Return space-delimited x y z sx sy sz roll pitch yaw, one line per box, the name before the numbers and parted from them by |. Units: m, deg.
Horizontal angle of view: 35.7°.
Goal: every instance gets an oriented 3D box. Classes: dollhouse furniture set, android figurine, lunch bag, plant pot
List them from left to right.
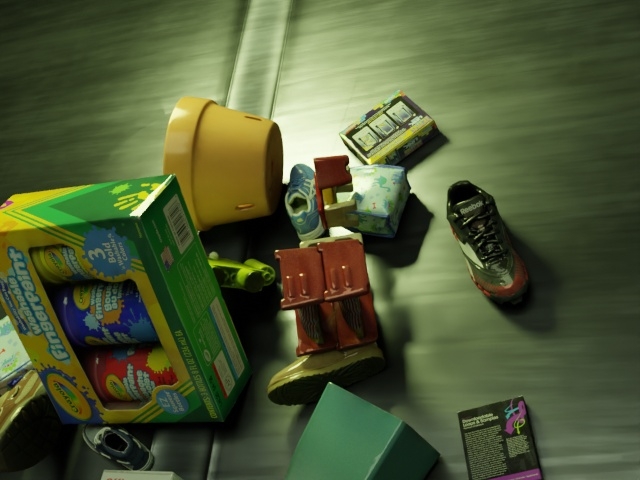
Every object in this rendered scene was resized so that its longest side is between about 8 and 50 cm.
lunch bag | -0.627 0.229 2.143 0.219 0.090 0.176 -35 46 -2
android figurine | -0.222 0.056 1.996 0.273 0.248 0.056 18 99 63
plant pot | -0.196 -0.160 2.124 0.203 0.291 0.291 3 54 9
dollhouse furniture set | 0.000 0.000 1.808 0.152 0.201 0.374 -9 56 2
plant pot | 0.048 0.392 1.628 0.165 0.166 0.234 23 75 38
lunch bag | 0.094 -0.084 2.019 0.151 0.096 0.129 9 59 21

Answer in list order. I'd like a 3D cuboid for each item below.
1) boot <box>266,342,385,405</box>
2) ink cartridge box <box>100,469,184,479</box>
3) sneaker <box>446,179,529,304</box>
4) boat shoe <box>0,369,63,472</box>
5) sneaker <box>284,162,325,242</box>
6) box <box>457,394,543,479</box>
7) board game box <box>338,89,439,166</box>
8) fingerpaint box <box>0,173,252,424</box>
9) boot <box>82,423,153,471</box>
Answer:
boot | -0.013 0.165 1.888 0.236 0.089 0.270 -17 48 -3
ink cartridge box | -0.332 0.523 1.758 0.158 0.092 0.218 -4 51 24
sneaker | 0.298 -0.006 1.827 0.097 0.135 0.276 -24 48 6
boat shoe | -0.577 0.346 1.946 0.119 0.123 0.324 -9 18 15
sneaker | -0.034 -0.095 2.103 0.080 0.081 0.211 -23 46 12
box | 0.294 0.341 1.625 0.116 0.029 0.162 -16 50 14
board game box | 0.147 -0.232 2.143 0.170 0.048 0.141 -36 49 -4
fingerpaint box | -0.381 0.125 1.841 0.370 0.445 0.163 -5 29 23
boot | -0.406 0.380 1.912 0.190 0.086 0.069 17 64 36
